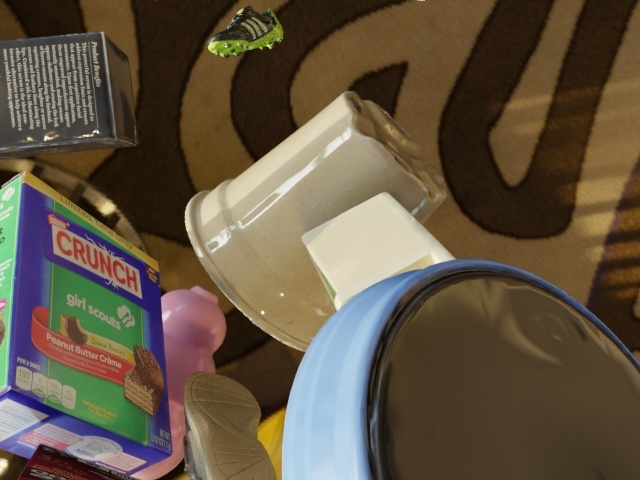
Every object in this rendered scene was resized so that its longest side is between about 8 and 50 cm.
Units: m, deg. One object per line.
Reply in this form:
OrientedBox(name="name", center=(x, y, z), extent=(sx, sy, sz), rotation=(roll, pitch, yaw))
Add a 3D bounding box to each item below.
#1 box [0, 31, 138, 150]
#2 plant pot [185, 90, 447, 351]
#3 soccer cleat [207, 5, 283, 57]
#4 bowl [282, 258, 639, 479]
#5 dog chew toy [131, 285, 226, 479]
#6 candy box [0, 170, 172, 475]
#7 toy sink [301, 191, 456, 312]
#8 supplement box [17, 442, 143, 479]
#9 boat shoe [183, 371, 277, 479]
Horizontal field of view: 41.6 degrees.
OrientedBox(name="box", center=(-0.601, -0.284, 1.728), extent=(0.395, 0.293, 0.212), rotation=(-6, 94, -4))
OrientedBox(name="plant pot", center=(0.014, -0.050, 1.305), extent=(0.333, 0.334, 0.305), rotation=(39, 112, -18))
OrientedBox(name="soccer cleat", center=(-0.132, -0.351, 1.408), extent=(0.060, 0.179, 0.072), rotation=(-21, 93, 39))
OrientedBox(name="bowl", center=(0.155, 0.190, 0.621), extent=(0.391, 0.391, 0.077), rotation=(34, 136, -17))
OrientedBox(name="dog chew toy", center=(-0.270, 0.230, 1.405), extent=(0.206, 0.206, 0.332), rotation=(32, 83, -16))
OrientedBox(name="candy box", center=(-0.322, 0.115, 1.076), extent=(0.122, 0.317, 0.268), rotation=(-29, 140, 18))
OrientedBox(name="toy sink", center=(0.084, 0.074, 0.951), extent=(0.131, 0.234, 0.153), rotation=(-28, 120, -5))
OrientedBox(name="supplement box", center=(-0.243, 0.272, 0.832), extent=(0.130, 0.239, 0.073), rotation=(24, 81, -11))
OrientedBox(name="boat shoe", center=(-0.121, 0.252, 1.007), extent=(0.102, 0.285, 0.092), rotation=(15, 104, -22))
